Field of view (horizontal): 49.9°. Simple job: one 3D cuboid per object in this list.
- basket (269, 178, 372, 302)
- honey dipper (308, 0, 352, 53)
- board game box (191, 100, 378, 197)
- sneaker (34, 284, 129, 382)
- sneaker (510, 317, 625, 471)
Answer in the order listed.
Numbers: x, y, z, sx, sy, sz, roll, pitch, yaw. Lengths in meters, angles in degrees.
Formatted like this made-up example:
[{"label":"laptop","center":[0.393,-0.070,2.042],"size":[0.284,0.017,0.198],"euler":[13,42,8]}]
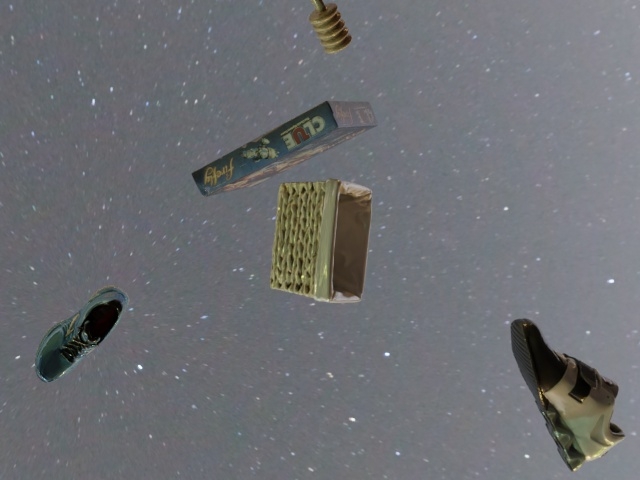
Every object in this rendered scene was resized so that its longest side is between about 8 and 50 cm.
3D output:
[{"label":"basket","center":[0.000,0.000,0.971],"size":[0.113,0.103,0.167],"euler":[7,-92,-61]},{"label":"honey dipper","center":[-0.018,-0.239,0.607],"size":[0.030,0.030,0.160],"euler":[-47,-51,-17]},{"label":"board game box","center":[-0.051,-0.138,1.034],"size":[0.165,0.243,0.042],"euler":[-23,-90,-63]},{"label":"sneaker","center":[-0.332,0.130,0.948],"size":[0.063,0.073,0.162],"euler":[43,-97,-18]},{"label":"sneaker","center":[0.457,0.259,1.259],"size":[0.146,0.122,0.330],"euler":[-27,-70,6]}]
